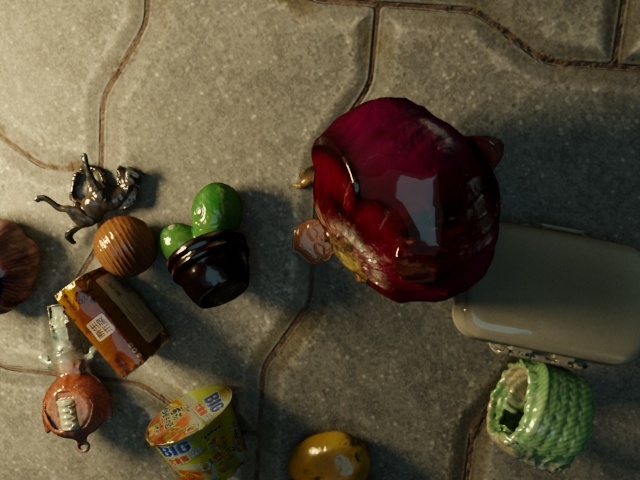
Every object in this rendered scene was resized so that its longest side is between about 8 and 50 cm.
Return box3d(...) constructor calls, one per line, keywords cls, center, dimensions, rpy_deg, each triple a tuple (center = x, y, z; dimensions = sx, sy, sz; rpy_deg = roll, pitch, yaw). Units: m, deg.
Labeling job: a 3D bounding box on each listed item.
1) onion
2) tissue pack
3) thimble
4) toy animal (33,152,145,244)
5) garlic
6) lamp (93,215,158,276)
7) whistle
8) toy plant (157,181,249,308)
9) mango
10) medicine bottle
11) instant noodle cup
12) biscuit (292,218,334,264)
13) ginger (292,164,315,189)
box3d(cls="onion", center=(0.209, -0.104, 1.065), dimensions=(0.421, 0.398, 0.398), rpy_deg=(-29, 96, -14))
box3d(cls="tissue pack", center=(-0.441, 0.168, 1.222), dimensions=(0.092, 0.183, 0.226), rpy_deg=(-35, 95, 7))
box3d(cls="thimble", center=(0.446, 0.358, 1.161), dimensions=(0.150, 0.219, 0.218), rpy_deg=(22, 99, -1))
box3d(cls="toy animal", center=(-0.503, -0.095, 1.238), dimensions=(0.233, 0.084, 0.148), rpy_deg=(-41, 95, 5))
box3d(cls="garlic", center=(-0.749, 0.055, 1.241), dimensions=(0.245, 0.160, 0.244), rpy_deg=(0, 107, 0))
box3d(cls="lamp", center=(-0.423, 0.013, 1.222), dimensions=(0.137, 0.136, 0.136), rpy_deg=(1, 98, 4))
box3d(cls="whistle", center=(-0.567, 0.314, 1.287), dimensions=(0.143, 0.134, 0.345), rpy_deg=(-10, 90, 15))
box3d(cls="toy plant", center=(-0.240, 0.011, 1.199), dimensions=(0.218, 0.175, 0.235), rpy_deg=(-32, 69, 14))
box3d(cls="mango", center=(0.017, 0.505, 1.275), dimensions=(0.195, 0.098, 0.137), rpy_deg=(-17, 86, 10))
box3d(cls="medicine bottle", center=(0.467, 0.105, 1.144), dimensions=(0.376, 0.123, 0.282), rpy_deg=(10, 76, 4))
box3d(cls="instant noodle cup", center=(-0.265, 0.440, 1.253), dimensions=(0.205, 0.205, 0.152), rpy_deg=(-18, 107, 7))
box3d(cls="biscuit", center=(0.000, 0.000, 1.244), dimensions=(0.131, 0.019, 0.102), rpy_deg=(-10, 96, 7))
box3d(cls="ginger", center=(-0.017, -0.142, 1.220), dimensions=(0.097, 0.030, 0.048), rpy_deg=(-16, 125, 9))
